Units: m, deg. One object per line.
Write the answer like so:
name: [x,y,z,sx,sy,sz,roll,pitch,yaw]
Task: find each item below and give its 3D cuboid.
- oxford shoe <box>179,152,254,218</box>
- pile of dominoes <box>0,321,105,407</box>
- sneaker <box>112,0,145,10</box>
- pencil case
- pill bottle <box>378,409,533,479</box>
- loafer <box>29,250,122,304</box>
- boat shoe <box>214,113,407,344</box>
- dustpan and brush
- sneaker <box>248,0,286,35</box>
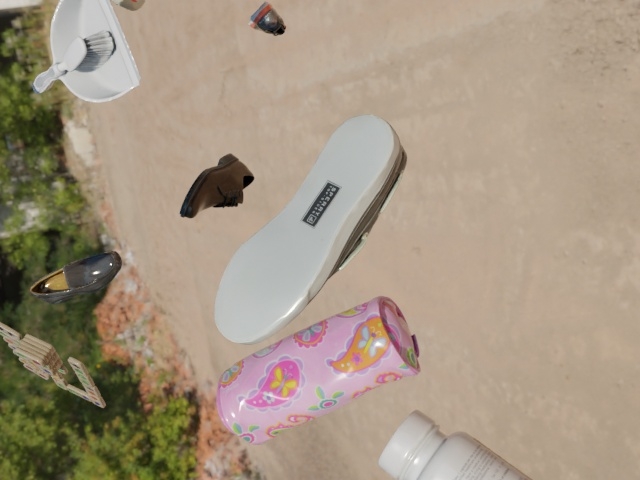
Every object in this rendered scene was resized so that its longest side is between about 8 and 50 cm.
oxford shoe: [-0.210,-0.104,1.532,0.096,0.227,0.082,36,133,6]
pile of dominoes: [-0.535,0.256,1.427,0.196,0.040,0.251,22,149,10]
sneaker: [-0.263,-0.377,0.970,0.075,0.057,0.161,23,143,35]
pencil case: [-0.006,0.182,1.007,0.124,0.284,0.124,52,-161,-27]
pill bottle: [0.204,0.352,1.053,0.229,0.131,0.131,33,141,22]
loafer: [-0.425,0.066,1.275,0.062,0.170,0.061,66,-167,15]
boat shoe: [0.000,0.000,0.612,0.078,0.219,0.070,38,179,30]
dustpan and brush: [-0.326,-0.235,0.963,0.211,0.060,0.147,-13,100,54]
sneaker: [-0.101,-0.425,1.440,0.065,0.061,0.158,43,-168,-10]
